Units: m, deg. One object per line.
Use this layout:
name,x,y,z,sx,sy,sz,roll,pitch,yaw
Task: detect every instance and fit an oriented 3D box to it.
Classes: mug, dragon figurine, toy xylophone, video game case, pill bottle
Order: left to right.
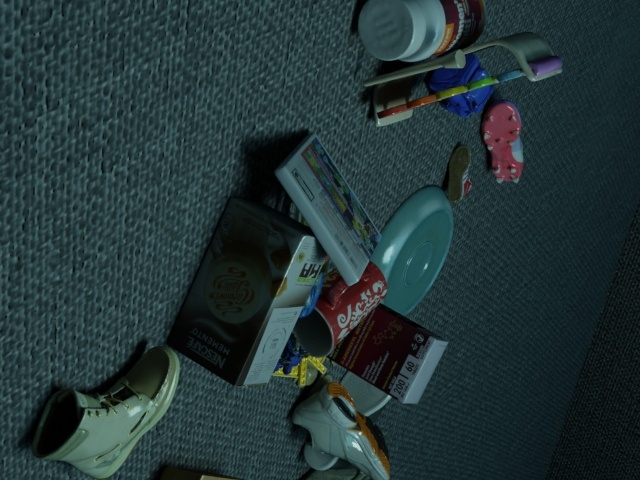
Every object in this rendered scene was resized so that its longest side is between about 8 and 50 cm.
dragon figurine,-0.051,0.073,1.759,0.085,0.144,0.289,8,108,-63
video game case,0.015,-0.051,1.682,0.023,0.201,0.183,-29,-169,23
mug,0.039,0.102,1.865,0.169,0.150,0.113,-36,103,-41
pill bottle,0.160,-0.345,1.760,0.221,0.121,0.121,-25,136,-51
toy xylophone,0.208,-0.257,1.806,0.236,0.323,0.081,-22,97,-43

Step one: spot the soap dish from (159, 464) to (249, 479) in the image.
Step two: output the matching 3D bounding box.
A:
soap dish,-0.234,0.515,1.889,0.290,0.118,0.229,-60,154,-2

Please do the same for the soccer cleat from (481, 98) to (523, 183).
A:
soccer cleat,0.385,-0.221,2.358,0.248,0.083,0.095,69,24,-51

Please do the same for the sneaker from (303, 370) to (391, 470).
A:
sneaker,0.085,0.354,2.335,0.295,0.105,0.147,-54,155,-3

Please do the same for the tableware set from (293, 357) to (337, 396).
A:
tableware set,0.008,0.241,2.172,0.141,0.020,0.168,-54,154,-11

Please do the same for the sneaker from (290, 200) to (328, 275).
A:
sneaker,0.000,0.000,1.838,0.081,0.094,0.208,-45,151,-33

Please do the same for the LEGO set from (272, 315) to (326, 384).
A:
LEGO set,-0.068,0.183,1.931,0.287,0.107,0.132,-34,108,-37

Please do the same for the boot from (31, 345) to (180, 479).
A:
boot,-0.293,0.224,1.552,0.213,0.077,0.165,-55,152,-6

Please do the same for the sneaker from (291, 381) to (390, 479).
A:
sneaker,0.041,0.388,2.205,0.262,0.121,0.099,54,19,-26

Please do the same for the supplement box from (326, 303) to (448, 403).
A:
supplement box,0.092,0.178,2.009,0.073,0.239,0.130,17,100,-62

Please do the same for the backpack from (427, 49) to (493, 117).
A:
backpack,0.257,-0.274,2.032,0.098,0.101,0.120,-52,157,-5

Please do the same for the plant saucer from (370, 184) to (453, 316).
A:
plant saucer,0.183,0.041,2.267,0.317,0.044,0.317,-42,149,-34

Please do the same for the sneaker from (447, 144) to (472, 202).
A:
sneaker,0.286,-0.139,2.279,0.067,0.042,0.118,-26,128,-65

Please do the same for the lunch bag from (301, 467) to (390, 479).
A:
lunch bag,0.054,0.618,2.348,0.305,0.256,0.212,-33,143,-45

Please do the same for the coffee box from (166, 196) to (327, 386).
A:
coffee box,-0.105,0.077,1.672,0.098,0.141,0.246,8,108,-63
